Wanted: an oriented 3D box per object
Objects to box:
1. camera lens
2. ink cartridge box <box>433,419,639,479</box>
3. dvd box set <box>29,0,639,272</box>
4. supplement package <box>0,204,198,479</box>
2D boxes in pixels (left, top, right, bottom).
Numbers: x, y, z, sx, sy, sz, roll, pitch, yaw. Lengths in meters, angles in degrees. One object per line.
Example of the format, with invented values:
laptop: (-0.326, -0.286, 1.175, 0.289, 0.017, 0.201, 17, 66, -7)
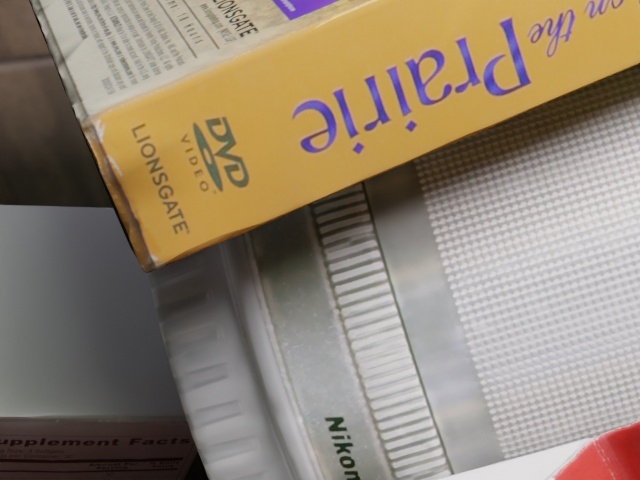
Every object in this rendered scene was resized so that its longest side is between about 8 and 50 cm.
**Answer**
camera lens: (0.089, 0.011, 0.710, 0.274, 0.219, 0.219, -17, 59, 7)
ink cartridge box: (0.097, 0.151, 0.629, 0.181, 0.225, 0.056, 57, 28, -32)
dvd box set: (0.092, -0.145, 0.690, 0.420, 0.062, 0.307, -23, 25, -6)
supplement package: (-0.122, 0.075, 0.784, 0.105, 0.179, 0.105, 2, 55, -19)
